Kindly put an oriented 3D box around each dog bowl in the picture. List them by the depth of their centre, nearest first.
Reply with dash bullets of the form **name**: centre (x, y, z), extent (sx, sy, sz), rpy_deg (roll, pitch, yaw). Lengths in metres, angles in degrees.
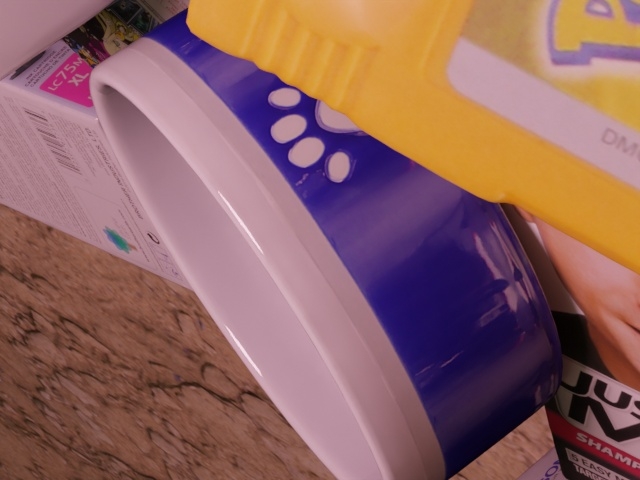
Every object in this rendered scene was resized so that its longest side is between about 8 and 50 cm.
- **dog bowl**: centre (0.000, 0.000, 0.898), extent (0.265, 0.104, 0.265), rpy_deg (52, 169, 15)

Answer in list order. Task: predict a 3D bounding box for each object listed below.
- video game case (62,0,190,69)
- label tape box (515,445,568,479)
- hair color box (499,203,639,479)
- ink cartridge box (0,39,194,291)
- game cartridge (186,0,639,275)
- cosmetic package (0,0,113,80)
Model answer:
- **video game case**: centre (-0.051, -0.098, 1.081), extent (0.232, 0.042, 0.210), rpy_deg (44, 156, -8)
- **label tape box**: centre (0.246, 0.231, 1.140), extent (0.249, 0.115, 0.347), rpy_deg (47, 159, -14)
- **hair color box**: centre (0.186, 0.010, 0.819), extent (0.185, 0.113, 0.374), rpy_deg (25, 152, 33)
- **ink cartridge box**: centre (-0.213, -0.083, 1.338), extent (0.311, 0.065, 0.186), rpy_deg (20, 150, 36)
- **game cartridge**: centre (0.135, -0.109, 0.558), extent (0.323, 0.053, 0.285), rpy_deg (28, 127, 9)
- **cosmetic package**: centre (-0.294, -0.285, 0.869), extent (0.230, 0.161, 0.453), rpy_deg (28, 149, 48)
